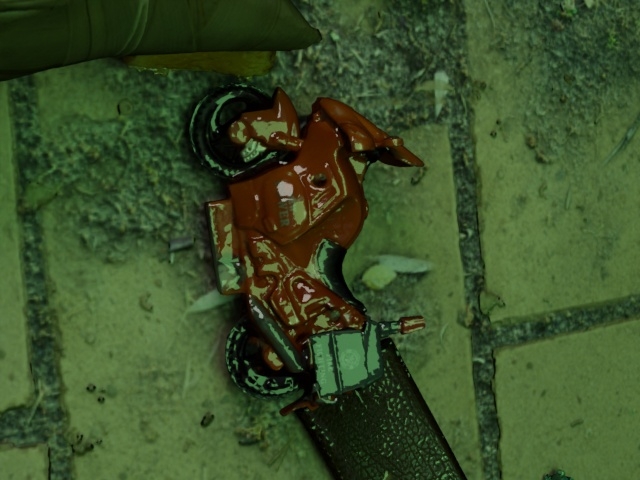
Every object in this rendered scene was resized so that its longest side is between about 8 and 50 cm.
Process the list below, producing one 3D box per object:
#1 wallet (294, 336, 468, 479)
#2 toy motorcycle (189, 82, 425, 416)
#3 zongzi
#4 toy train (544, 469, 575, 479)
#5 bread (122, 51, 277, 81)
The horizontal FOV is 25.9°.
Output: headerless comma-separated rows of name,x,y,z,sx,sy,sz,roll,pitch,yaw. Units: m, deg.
wallet,0.076,0.236,1.460,0.133,0.039,0.243,-36,110,-20
toy motorcycle,0.000,0.000,1.355,0.221,0.148,0.325,-9,94,-9
zongzi,-0.191,-0.352,1.141,0.418,0.181,0.447,-7,87,-43
toy train,0.270,0.309,1.588,0.045,0.029,0.092,25,77,-38
bread,-0.107,-0.209,1.303,0.187,0.065,0.103,4,60,-30
